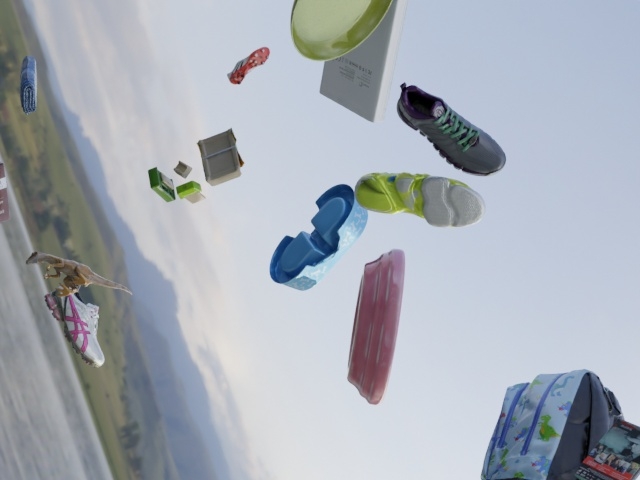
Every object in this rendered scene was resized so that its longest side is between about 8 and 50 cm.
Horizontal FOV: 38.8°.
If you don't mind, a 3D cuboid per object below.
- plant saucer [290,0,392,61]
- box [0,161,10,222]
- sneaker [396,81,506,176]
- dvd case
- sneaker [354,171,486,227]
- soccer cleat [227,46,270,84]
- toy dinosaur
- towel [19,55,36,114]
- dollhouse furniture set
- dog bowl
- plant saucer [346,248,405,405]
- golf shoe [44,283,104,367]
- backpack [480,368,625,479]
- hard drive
[{"bbox_3d":[0.035,-0.432,1.624,0.037,0.240,0.241,48,-27,29],"label":"plant saucer"},{"bbox_3d":[-0.871,-0.100,1.916,0.381,0.191,0.143,6,-70,23],"label":"box"},{"bbox_3d":[0.222,-0.190,1.573,0.223,0.083,0.098,35,-3,13],"label":"sneaker"},{"bbox_3d":[0.454,0.329,1.378,0.087,0.119,0.013,17,-33,55],"label":"dvd case"},{"bbox_3d":[0.188,-0.087,1.648,0.126,0.240,0.091,-34,135,-67],"label":"sneaker"},{"bbox_3d":[-0.118,-0.287,1.473,0.029,0.083,0.035,46,0,-41],"label":"soccer cleat"},{"bbox_3d":[-0.450,0.065,1.719,0.064,0.211,0.112,-60,-164,20],"label":"toy dinosaur"},{"bbox_3d":[-0.545,-0.292,1.693,0.119,0.029,0.067,-110,-156,-51],"label":"towel"},{"bbox_3d":[-0.181,-0.104,1.378,0.058,0.151,0.076,45,28,-65],"label":"dollhouse furniture set"},{"bbox_3d":[0.000,0.000,2.217,0.074,0.297,0.166,37,9,-32],"label":"dog bowl"},{"bbox_3d":[0.113,0.178,1.916,0.332,0.084,0.332,8,90,-89],"label":"plant saucer"},{"bbox_3d":[-0.484,0.170,1.849,0.186,0.086,0.067,58,-9,6],"label":"golf shoe"},{"bbox_3d":[0.432,0.397,1.642,0.290,0.356,0.273,46,-30,-24],"label":"backpack"},{"bbox_3d":[0.088,-0.420,1.855,0.203,0.040,0.308,38,-55,46],"label":"hard drive"}]
